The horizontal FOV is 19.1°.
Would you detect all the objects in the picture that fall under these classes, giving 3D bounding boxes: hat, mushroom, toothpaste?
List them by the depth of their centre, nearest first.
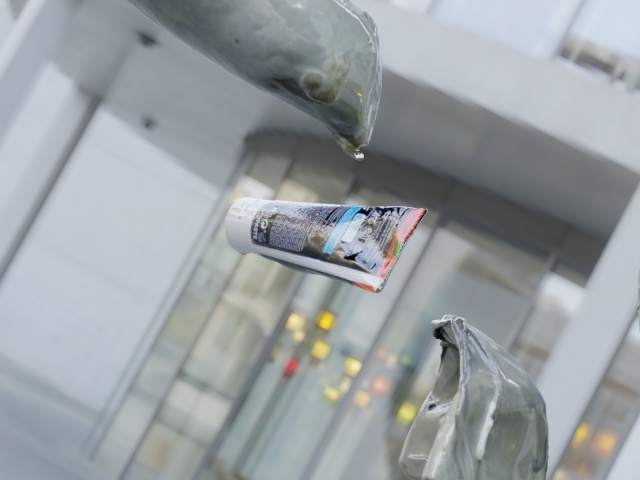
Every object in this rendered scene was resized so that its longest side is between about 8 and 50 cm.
[{"bbox_3d":[0.000,0.000,1.396,0.045,0.071,0.193,42,-20,-33],"label":"toothpaste"},{"bbox_3d":[0.158,0.173,1.401,0.245,0.149,0.214,29,-4,-2],"label":"hat"},{"bbox_3d":[-0.081,-0.192,1.444,0.351,0.097,0.109,36,-45,-20],"label":"mushroom"}]

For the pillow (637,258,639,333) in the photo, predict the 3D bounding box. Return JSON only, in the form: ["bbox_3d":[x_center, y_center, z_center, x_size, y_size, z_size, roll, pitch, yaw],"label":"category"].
[{"bbox_3d":[0.304,0.114,1.494,0.134,0.078,0.181,-111,-177,-53],"label":"pillow"}]
